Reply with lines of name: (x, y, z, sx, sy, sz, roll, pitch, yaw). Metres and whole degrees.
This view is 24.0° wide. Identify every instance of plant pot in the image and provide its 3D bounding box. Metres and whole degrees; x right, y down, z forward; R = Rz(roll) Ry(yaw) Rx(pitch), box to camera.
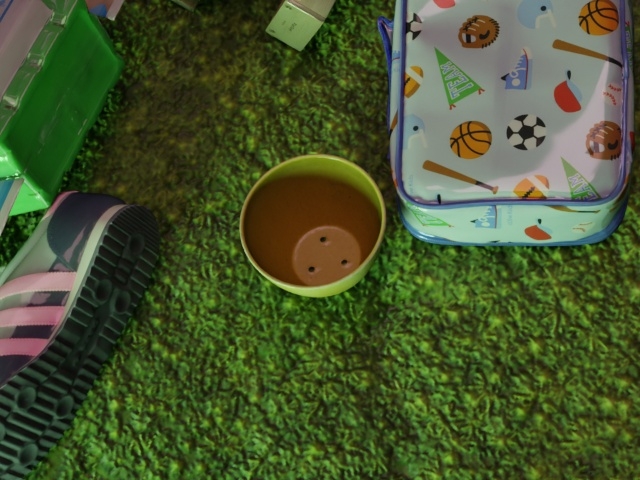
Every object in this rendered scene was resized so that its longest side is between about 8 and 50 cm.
plant pot: (0.000, 0.000, 1.407, 0.134, 0.095, 0.134, -4, 66, 8)

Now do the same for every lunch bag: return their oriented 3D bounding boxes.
lunch bag: (0.175, -0.146, 1.433, 0.243, 0.115, 0.303, -1, 68, 11)

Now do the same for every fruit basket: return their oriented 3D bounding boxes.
fruit basket: (-0.394, -0.156, 1.497, 0.353, 0.165, 0.327, 11, 60, 23)

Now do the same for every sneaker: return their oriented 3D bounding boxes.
sneaker: (-0.279, 0.093, 1.423, 0.131, 0.112, 0.319, 19, 68, 34)

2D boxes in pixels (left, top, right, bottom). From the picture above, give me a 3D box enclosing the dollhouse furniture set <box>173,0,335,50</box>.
dollhouse furniture set: (-0.078, -0.328, 1.504, 0.242, 0.212, 0.161, 29, 75, -8)
